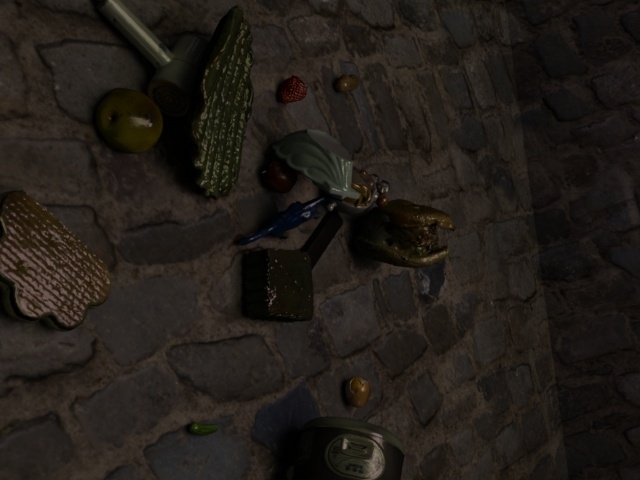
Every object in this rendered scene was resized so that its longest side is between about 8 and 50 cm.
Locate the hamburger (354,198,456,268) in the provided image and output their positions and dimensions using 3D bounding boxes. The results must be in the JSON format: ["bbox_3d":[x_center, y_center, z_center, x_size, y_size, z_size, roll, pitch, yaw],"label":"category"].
[{"bbox_3d":[0.225,-0.018,2.281,0.192,0.288,0.168,-14,113,-42],"label":"hamburger"}]

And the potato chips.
[{"bbox_3d":[-0.215,-0.312,1.792,0.358,0.070,0.430,59,43,-75],"label":"potato chips"}]

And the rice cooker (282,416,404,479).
[{"bbox_3d":[0.054,0.587,1.917,0.288,0.288,0.277,44,51,-41],"label":"rice cooker"}]

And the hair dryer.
[{"bbox_3d":[-0.377,-0.444,1.687,0.357,0.107,0.173,46,45,-31],"label":"hair dryer"}]

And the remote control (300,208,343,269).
[{"bbox_3d":[0.000,0.000,2.174,0.063,0.025,0.245,58,41,-23],"label":"remote control"}]

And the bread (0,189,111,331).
[{"bbox_3d":[-0.503,0.055,1.423,0.287,0.056,0.207,54,40,-33],"label":"bread"}]

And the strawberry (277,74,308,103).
[{"bbox_3d":[-0.077,-0.399,2.113,0.083,0.073,0.073,-37,114,-34],"label":"strawberry"}]

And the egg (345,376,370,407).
[{"bbox_3d":[0.102,0.419,2.188,0.071,0.071,0.083,19,74,-52],"label":"egg"}]

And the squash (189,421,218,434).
[{"bbox_3d":[-0.254,0.411,1.727,0.089,0.027,0.027,25,63,-54],"label":"squash"}]

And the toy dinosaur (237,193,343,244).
[{"bbox_3d":[-0.072,-0.054,1.947,0.075,0.247,0.188,65,16,1],"label":"toy dinosaur"}]

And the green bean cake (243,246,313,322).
[{"bbox_3d":[-0.104,0.112,1.941,0.181,0.094,0.173,10,74,-53],"label":"green bean cake"}]

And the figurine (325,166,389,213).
[{"bbox_3d":[0.101,-0.151,2.275,0.193,0.133,0.274,31,19,-3],"label":"figurine"}]

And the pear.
[{"bbox_3d":[-0.382,-0.249,1.623,0.141,0.104,0.141,21,64,-55],"label":"pear"}]

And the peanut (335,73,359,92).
[{"bbox_3d":[0.082,-0.470,2.365,0.113,0.053,0.054,-30,108,-56],"label":"peanut"}]

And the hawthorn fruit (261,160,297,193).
[{"bbox_3d":[-0.108,-0.166,2.011,0.093,0.081,0.081,34,56,-44],"label":"hawthorn fruit"}]

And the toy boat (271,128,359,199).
[{"bbox_3d":[0.001,-0.209,2.011,0.199,0.290,0.100,6,122,-41],"label":"toy boat"}]
